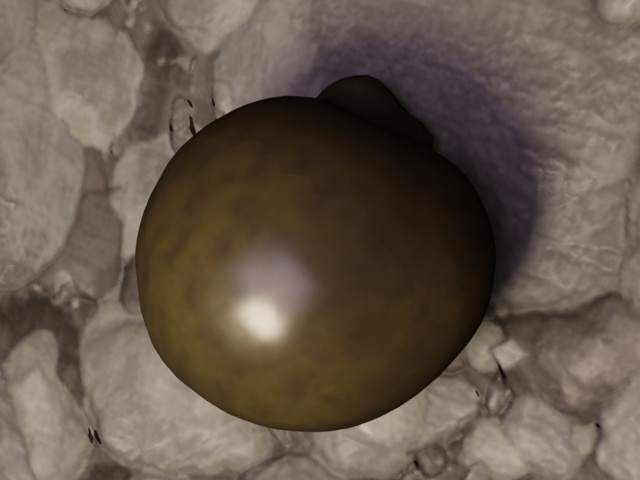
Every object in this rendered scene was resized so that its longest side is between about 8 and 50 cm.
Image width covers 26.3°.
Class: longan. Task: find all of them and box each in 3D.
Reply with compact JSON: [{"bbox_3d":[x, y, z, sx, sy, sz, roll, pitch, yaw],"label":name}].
[{"bbox_3d":[0.000,0.000,0.714,0.184,0.159,0.204,11,60,9],"label":"longan"}]
